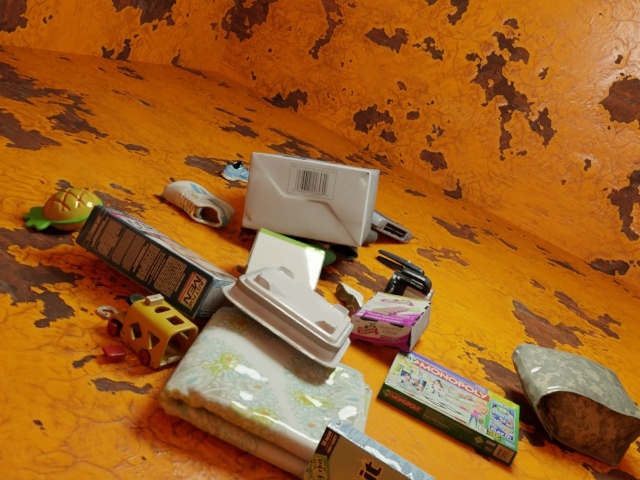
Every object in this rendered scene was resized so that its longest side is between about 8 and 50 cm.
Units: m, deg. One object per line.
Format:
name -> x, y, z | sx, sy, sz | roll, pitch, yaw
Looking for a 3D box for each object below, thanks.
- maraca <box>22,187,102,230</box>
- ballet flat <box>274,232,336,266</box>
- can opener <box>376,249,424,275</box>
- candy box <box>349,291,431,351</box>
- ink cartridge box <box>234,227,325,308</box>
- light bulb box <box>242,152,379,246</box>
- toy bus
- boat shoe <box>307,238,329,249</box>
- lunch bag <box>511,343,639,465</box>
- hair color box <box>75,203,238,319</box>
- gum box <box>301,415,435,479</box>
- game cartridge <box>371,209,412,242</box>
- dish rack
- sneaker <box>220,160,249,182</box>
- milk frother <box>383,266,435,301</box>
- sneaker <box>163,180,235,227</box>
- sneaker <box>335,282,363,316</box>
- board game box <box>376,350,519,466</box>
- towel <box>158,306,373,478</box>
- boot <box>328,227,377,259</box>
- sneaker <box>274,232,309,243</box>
maraca -> -0.628, -0.071, 1.610 | 0.185, 0.099, 0.127 | -18, 35, -22
ballet flat -> -0.075, 0.046, 1.932 | 0.247, 0.083, 0.087 | 18, 44, -12
can opener -> 0.266, 0.081, 2.202 | 0.186, 0.059, 0.073 | 35, 24, 29
candy box -> 0.187, 0.206, 1.715 | 0.159, 0.071, 0.233 | 9, 13, 19
ink cartridge box -> -0.112, 0.119, 1.688 | 0.188, 0.097, 0.255 | 20, 54, -6
light bulb box -> -0.016, -0.135, 2.027 | 0.357, 0.225, 0.361 | 10, 8, 7
toy bus -> -0.339, 0.160, 1.309 | 0.202, 0.104, 0.191 | 16, 21, -17
boat shoe -> 0.000, 0.000, 2.127 | 0.063, 0.059, 0.170 | 15, 22, -19
lunch bag -> 0.614, 0.388, 1.636 | 0.287, 0.169, 0.235 | 25, 20, -7
hair color box -> -0.358, 0.052, 1.488 | 0.347, 0.105, 0.174 | 30, 1, 18
gum box -> 0.066, 0.397, 1.057 | 0.184, 0.157, 0.041 | 29, 22, 16
game cartridge -> 0.205, -0.079, 2.443 | 0.198, 0.062, 0.297 | 40, 10, 30
dish rack -> -0.049, 0.146, 1.454 | 0.285, 0.072, 0.333 | 33, 7, 6
sneaker -> -0.292, -0.260, 2.456 | 0.063, 0.073, 0.162 | 36, 24, 33
milk frother -> 0.252, 0.167, 1.948 | 0.134, 0.129, 0.143 | 27, 64, 13
sneaker -> -0.374, -0.111, 1.982 | 0.228, 0.087, 0.092 | 23, 22, 8
sneaker -> 0.096, 0.166, 1.821 | 0.061, 0.054, 0.152 | 15, 21, -28
board game box -> 0.302, 0.373, 1.525 | 0.317, 0.046, 0.213 | 26, 21, 10
towel -> -0.081, 0.286, 1.260 | 0.374, 0.090, 0.320 | 26, 20, 0
boot -> 0.112, 0.003, 2.218 | 0.189, 0.076, 0.208 | 8, 17, -8
sneaker -> -0.097, -0.003, 2.045 | 0.089, 0.051, 0.170 | 22, 16, 13
